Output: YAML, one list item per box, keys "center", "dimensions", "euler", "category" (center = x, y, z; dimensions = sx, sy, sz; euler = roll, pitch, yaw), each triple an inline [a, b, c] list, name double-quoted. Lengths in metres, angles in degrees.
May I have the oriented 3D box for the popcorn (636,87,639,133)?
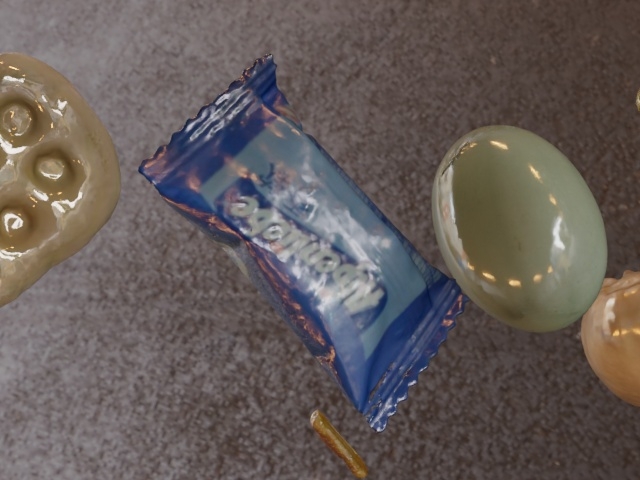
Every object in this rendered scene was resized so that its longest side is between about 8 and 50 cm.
- center: [0.369, -0.120, 0.697]
  dimensions: [0.286, 0.174, 0.225]
  euler: [-21, 77, 11]
  category: "popcorn"

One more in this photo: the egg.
- center: [0.249, -0.018, 1.228]
  dimensions: [0.203, 0.203, 0.282]
  euler: [-32, 68, 27]
  category: "egg"

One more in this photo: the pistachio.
- center: [0.512, 0.159, 1.502]
  dimensions: [0.193, 0.318, 0.214]
  euler: [-23, 48, 5]
  category: "pistachio"

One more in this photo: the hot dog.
- center: [0.027, 0.311, 1.474]
  dimensions: [0.028, 0.137, 0.044]
  euler: [-36, 24, 8]
  category: "hot dog"

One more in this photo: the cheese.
- center: [-0.284, -0.049, 0.781]
  dimensions: [0.117, 0.235, 0.218]
  euler: [-162, 88, -71]
  category: "cheese"

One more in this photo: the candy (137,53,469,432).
- center: [0.000, 0.000, 0.905]
  dimensions: [0.187, 0.331, 0.077]
  euler: [-48, 10, -27]
  category: "candy"
